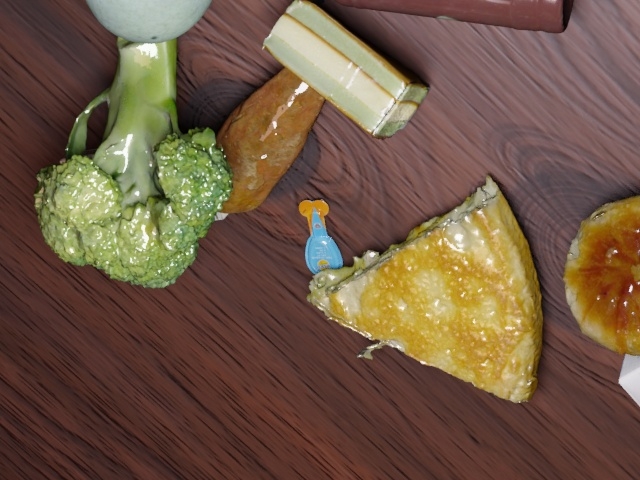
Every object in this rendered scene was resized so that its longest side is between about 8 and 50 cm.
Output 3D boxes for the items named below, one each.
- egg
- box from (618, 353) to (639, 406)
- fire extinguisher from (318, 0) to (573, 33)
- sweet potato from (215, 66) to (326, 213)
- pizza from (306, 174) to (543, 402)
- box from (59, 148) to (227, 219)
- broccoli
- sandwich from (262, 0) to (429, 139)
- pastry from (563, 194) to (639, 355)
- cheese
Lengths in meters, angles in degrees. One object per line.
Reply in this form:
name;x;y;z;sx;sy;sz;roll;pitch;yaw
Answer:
egg;-0.187;-0.327;1.759;0.169;0.169;0.236;7;117;16
box;0.460;0.148;1.857;0.194;0.073;0.139;-35;103;32
fire extinguisher;0.096;-0.280;1.735;0.344;0.102;0.138;9;156;15
sweet potato;-0.057;-0.132;1.880;0.097;0.097;0.252;38;118;-4
pizza;0.120;0.051;1.930;0.287;0.075;0.280;5;116;20
box;-0.215;-0.067;2.004;0.198;0.029;0.109;-6;116;24
broccoli;-0.216;-0.085;1.840;0.254;0.186;0.302;43;131;38
sandwich;0.029;-0.189;1.804;0.163;0.113;0.079;38;100;11
pastry;0.362;0.035;1.786;0.192;0.093;0.182;-2;92;34
cheese;0.000;0.000;1.973;0.047;0.017;0.111;-2;118;17
